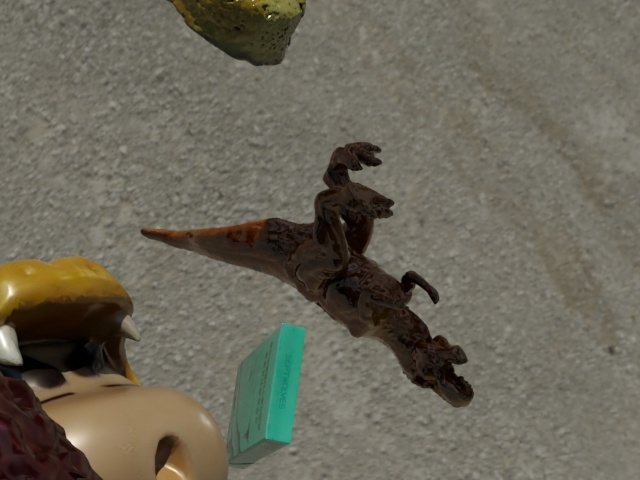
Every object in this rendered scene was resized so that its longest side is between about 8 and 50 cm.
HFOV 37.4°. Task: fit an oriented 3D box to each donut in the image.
[{"bbox_3d":[-0.137,-0.408,1.498,0.272,0.107,0.272,29,36,-24],"label":"donut"}]

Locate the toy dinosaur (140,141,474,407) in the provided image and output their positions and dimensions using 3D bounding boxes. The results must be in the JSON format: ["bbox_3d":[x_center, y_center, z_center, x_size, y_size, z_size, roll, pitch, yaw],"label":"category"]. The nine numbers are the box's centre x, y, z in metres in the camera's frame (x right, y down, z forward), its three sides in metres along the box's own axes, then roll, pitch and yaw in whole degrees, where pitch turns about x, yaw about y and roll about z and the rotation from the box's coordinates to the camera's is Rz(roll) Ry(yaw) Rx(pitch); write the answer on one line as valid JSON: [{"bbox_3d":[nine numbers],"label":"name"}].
[{"bbox_3d":[0.000,0.000,0.975,0.432,0.208,0.097,32,32,27],"label":"toy dinosaur"}]

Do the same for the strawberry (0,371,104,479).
[{"bbox_3d":[-0.166,0.152,0.311,0.257,0.261,0.261,47,49,-2],"label":"strawberry"}]

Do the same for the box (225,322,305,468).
[{"bbox_3d":[-0.082,0.224,1.328,0.042,0.226,0.160,15,64,-14],"label":"box"}]

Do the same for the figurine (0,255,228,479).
[{"bbox_3d":[-0.173,0.244,0.581,0.401,0.268,0.387,-31,74,-2],"label":"figurine"}]
